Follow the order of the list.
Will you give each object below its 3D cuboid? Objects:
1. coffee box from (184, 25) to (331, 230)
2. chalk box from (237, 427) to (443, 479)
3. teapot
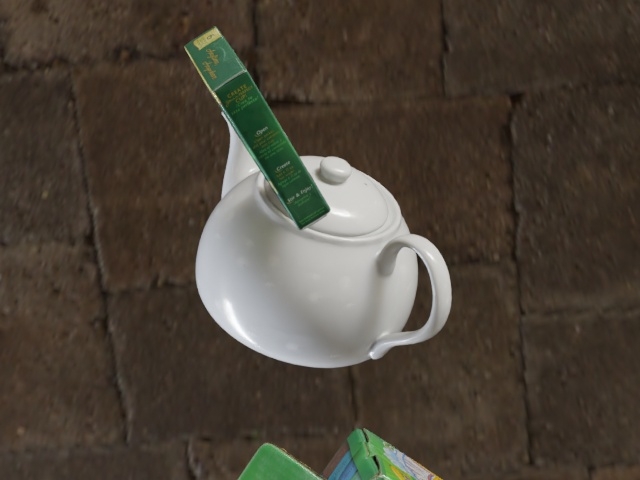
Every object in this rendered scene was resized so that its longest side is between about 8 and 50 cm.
[{"bbox_3d":[-0.060,-0.108,1.695,0.040,0.113,0.184,-32,126,0],"label":"coffee box"},{"bbox_3d":[0.052,0.278,1.419,0.289,0.179,0.180,33,93,-6],"label":"chalk box"},{"bbox_3d":[0.000,0.000,1.845,0.256,0.252,0.187,14,123,-7],"label":"teapot"}]
